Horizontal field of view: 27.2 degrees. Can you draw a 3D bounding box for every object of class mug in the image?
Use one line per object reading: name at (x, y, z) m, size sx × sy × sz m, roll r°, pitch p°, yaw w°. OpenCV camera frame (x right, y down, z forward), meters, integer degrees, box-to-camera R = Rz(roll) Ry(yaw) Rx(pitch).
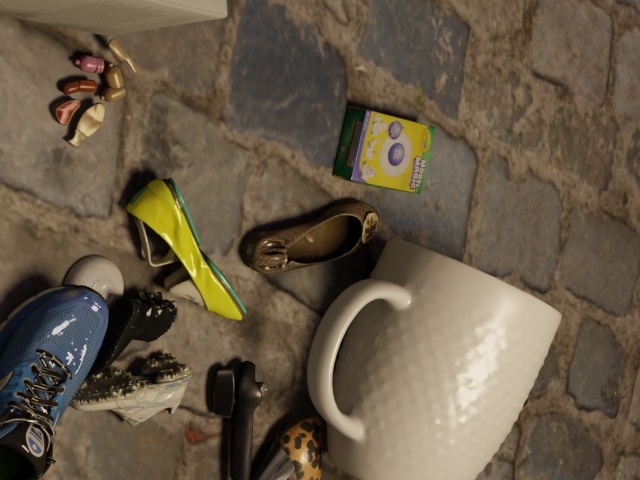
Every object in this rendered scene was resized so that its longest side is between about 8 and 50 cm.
mug at (0.124, 0.184, 1.860) m, size 0.374 × 0.276 × 0.328 m, roll 28°, pitch 85°, yaw -44°

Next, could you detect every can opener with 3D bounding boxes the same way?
can opener at (-0.108, 0.252, 1.811) m, size 0.059 × 0.073 × 0.186 m, roll -71°, pitch 162°, yaw -68°

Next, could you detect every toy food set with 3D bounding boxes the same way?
toy food set at (-0.270, -0.175, 1.541) m, size 0.122 × 0.019 × 0.078 m, roll -50°, pitch 132°, yaw -13°

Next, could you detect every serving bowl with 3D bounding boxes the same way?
serving bowl at (-0.270, 0.061, 1.601) m, size 0.083 × 0.027 × 0.083 m, roll -15°, pitch 112°, yaw -43°

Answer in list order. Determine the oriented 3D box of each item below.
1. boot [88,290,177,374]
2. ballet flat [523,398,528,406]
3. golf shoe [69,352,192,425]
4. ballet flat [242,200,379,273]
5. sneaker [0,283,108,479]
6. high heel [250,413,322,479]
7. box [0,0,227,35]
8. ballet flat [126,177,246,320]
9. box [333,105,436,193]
boot at (-0.236, 0.115, 1.637) m, size 0.121 × 0.045 × 0.099 m, roll -56°, pitch 157°, yaw 12°
ballet flat at (0.320, 0.210, 2.236) m, size 0.049 × 0.057 × 0.173 m, roll -79°, pitch 163°, yaw -65°
golf shoe at (-0.239, 0.201, 1.650) m, size 0.176 × 0.069 × 0.086 m, roll -7°, pitch 119°, yaw -39°
ballet flat at (0.000, 0.000, 1.833) m, size 0.250 × 0.058 × 0.084 m, roll -13°, pitch 111°, yaw -43°
sneaker at (-0.330, 0.200, 1.485) m, size 0.130 × 0.147 × 0.330 m, roll 41°, pitch 71°, yaw -34°
high heel at (0.004, 0.380, 1.920) m, size 0.261 × 0.093 × 0.186 m, roll 45°, pitch 74°, yaw -35°
box at (-0.261, -0.337, 1.311) m, size 0.345 × 0.168 × 0.215 m, roll 1°, pitch 87°, yaw -59°
ballet flat at (-0.174, 0.024, 1.666) m, size 0.077 × 0.077 × 0.231 m, roll -32°, pitch 123°, yaw -9°
box at (0.102, -0.127, 1.912) m, size 0.179 × 0.043 × 0.105 m, roll 7°, pitch 97°, yaw -48°
